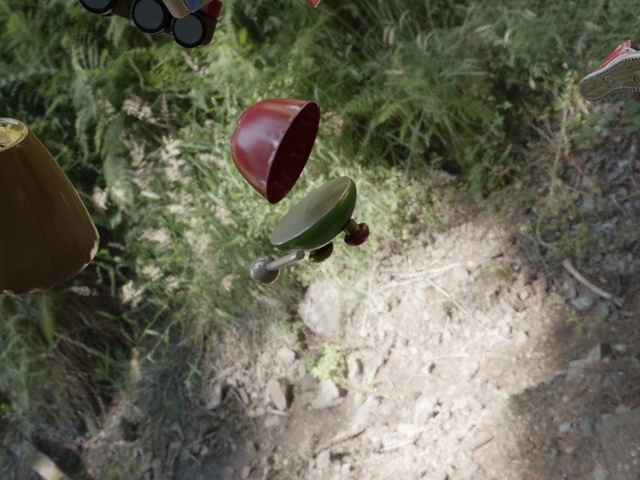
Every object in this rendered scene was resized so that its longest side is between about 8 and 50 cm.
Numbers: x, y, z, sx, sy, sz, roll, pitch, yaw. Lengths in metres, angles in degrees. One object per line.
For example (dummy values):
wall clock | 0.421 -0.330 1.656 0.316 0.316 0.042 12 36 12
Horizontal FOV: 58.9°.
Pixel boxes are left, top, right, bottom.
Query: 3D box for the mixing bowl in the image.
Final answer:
mixing bowl | -0.084 -0.160 0.930 0.181 0.098 0.181 -60 -12 -22

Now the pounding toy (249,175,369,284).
pounding toy | 0.000 0.000 1.006 0.183 0.110 0.237 -18 29 50

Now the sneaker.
sneaker | 0.339 -0.189 0.607 0.067 0.042 0.118 -41 12 -11

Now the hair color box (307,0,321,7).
hair color box | 0.044 -0.258 0.411 0.167 0.053 0.093 -47 9 -16

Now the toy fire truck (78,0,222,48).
toy fire truck | -0.243 -0.444 0.869 0.158 0.217 0.246 -121 50 -69

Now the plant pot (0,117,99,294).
plant pot | -0.543 -0.077 1.000 0.237 0.254 0.237 1 41 -1

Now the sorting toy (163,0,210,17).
sorting toy | -0.095 -0.200 0.421 0.062 0.012 0.083 -25 -12 1
